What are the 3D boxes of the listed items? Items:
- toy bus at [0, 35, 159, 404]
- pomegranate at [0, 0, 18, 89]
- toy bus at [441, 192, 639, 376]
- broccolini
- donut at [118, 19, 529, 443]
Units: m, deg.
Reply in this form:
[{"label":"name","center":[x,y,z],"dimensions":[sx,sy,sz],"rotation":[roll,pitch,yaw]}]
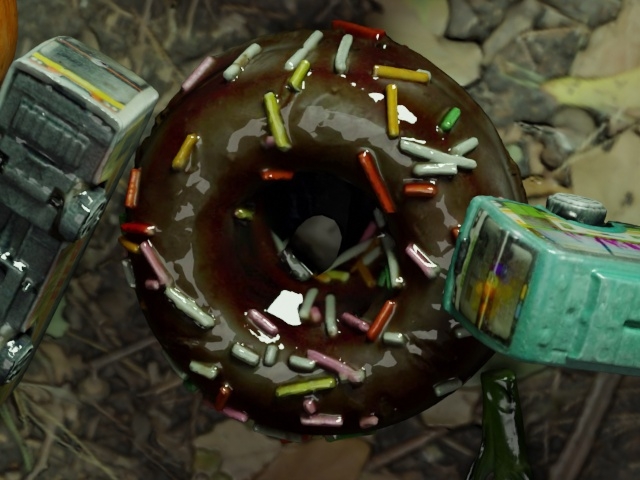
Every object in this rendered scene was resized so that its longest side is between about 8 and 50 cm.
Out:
[{"label":"toy bus","center":[-0.186,-0.003,1.187],"dimensions":[0.092,0.106,0.268],"rotation":[32,122,3]},{"label":"pomegranate","center":[-0.297,-0.127,1.132],"dimensions":[0.229,0.252,0.270],"rotation":[-15,113,18]},{"label":"toy bus","center":[0.206,0.035,1.116],"dimensions":[0.262,0.109,0.091],"rotation":[7,106,-20]},{"label":"broccolini","center":[0.126,0.182,1.232],"dimensions":[0.091,0.068,0.202],"rotation":[9,96,38]},{"label":"donut","center":[0.000,0.000,1.182],"dimensions":[0.270,0.103,0.269],"rotation":[3,105,9]}]
